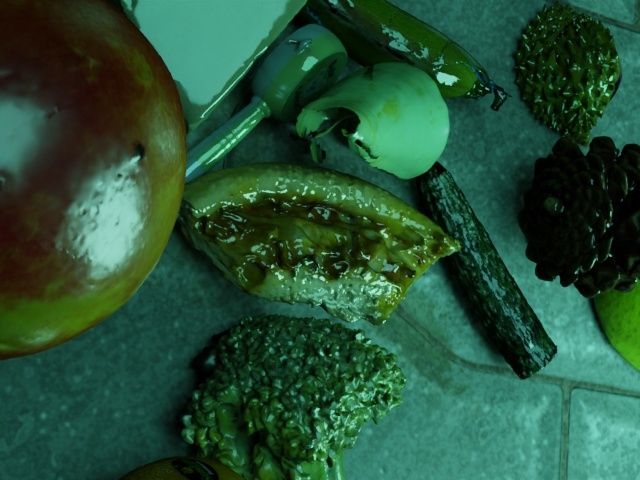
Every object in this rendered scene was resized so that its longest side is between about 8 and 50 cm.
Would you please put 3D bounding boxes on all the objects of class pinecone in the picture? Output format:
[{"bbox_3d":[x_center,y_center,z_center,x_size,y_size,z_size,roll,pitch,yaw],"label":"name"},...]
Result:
[{"bbox_3d":[0.346,-0.030,1.818,0.207,0.208,0.208,6,78,-29],"label":"pinecone"}]

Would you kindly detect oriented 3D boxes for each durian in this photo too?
[{"bbox_3d":[0.317,-0.224,1.889,0.119,0.108,0.187,8,77,-29],"label":"durian"}]

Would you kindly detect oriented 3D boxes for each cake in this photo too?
[{"bbox_3d":[-0.079,-0.213,1.595,0.283,0.158,0.172,-17,96,-17],"label":"cake"}]

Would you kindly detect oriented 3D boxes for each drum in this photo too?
[{"bbox_3d":[-0.072,-0.137,1.678,0.253,0.130,0.049,-46,77,0],"label":"drum"}]

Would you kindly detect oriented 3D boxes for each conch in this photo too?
[{"bbox_3d":[0.042,-0.124,1.672,0.143,0.137,0.250,35,31,26],"label":"conch"}]

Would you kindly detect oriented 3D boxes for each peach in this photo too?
[{"bbox_3d":[-0.298,-0.082,1.370,0.388,0.388,0.388,6,78,-29],"label":"peach"}]

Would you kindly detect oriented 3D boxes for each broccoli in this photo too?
[{"bbox_3d":[-0.005,0.202,1.579,0.242,0.180,0.273,-31,97,-32],"label":"broccoli"}]

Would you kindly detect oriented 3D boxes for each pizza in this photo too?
[{"bbox_3d":[0.000,0.000,1.663,0.365,0.074,0.182,15,50,-24],"label":"pizza"}]

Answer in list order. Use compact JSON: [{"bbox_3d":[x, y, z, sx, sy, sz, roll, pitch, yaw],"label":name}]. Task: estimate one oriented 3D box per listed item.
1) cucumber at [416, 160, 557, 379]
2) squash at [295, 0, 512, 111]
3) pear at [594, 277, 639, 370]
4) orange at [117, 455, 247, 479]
[{"bbox_3d":[0.185,0.028,1.791,0.067,0.067,0.293,-34,95,-31],"label":"cucumber"},{"bbox_3d":[0.080,-0.236,1.766,0.331,0.087,0.087,28,68,-22],"label":"squash"},{"bbox_3d":[0.464,0.047,1.920,0.239,0.139,0.288,3,78,-21],"label":"pear"},{"bbox_3d":[-0.131,0.307,1.470,0.206,0.206,0.206,6,78,-29],"label":"orange"}]
